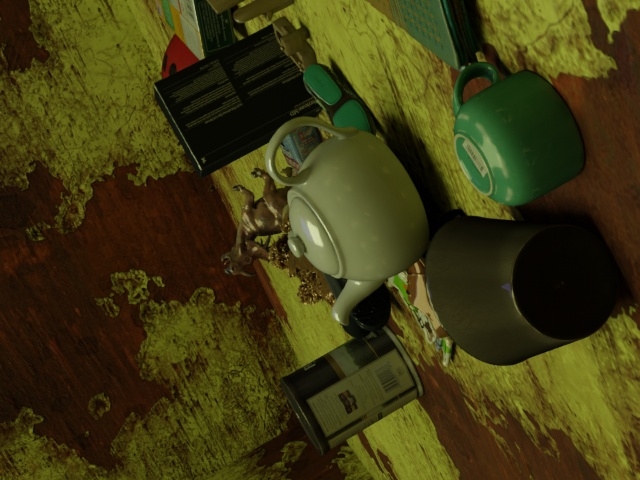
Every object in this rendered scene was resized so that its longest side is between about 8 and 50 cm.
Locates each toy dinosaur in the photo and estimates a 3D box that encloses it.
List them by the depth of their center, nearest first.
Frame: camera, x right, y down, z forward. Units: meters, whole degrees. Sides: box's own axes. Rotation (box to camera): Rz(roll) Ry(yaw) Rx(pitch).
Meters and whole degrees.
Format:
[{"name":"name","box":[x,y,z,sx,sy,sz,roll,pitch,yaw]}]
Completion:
[{"name":"toy dinosaur","box":[-0.109,-0.055,2.459,0.127,0.295,0.200,12,-135,-56]}]

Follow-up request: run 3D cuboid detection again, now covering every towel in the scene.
[{"name":"towel","box":[0.062,-0.380,1.234,0.370,0.040,0.272,52,165,51]}]

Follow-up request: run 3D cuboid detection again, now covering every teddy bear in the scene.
[{"name":"teddy bear","box":[0.001,0.032,2.232,0.338,0.113,0.245,11,91,56]}]

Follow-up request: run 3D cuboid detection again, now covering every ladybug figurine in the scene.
[{"name":"ladybug figurine","box":[-0.264,-0.368,2.497,0.305,0.161,0.449,66,169,-24]}]

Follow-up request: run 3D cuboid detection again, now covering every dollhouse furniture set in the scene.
[{"name":"dollhouse furniture set","box":[-0.102,-0.361,1.829,0.144,0.123,0.151,54,168,36]}]

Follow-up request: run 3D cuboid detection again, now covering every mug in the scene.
[{"name":"mug","box":[0.196,-0.108,1.128,0.158,0.097,0.130,45,161,56]}]

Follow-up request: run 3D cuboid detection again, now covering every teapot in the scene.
[{"name":"teapot","box":[0.031,-0.038,1.606,0.256,0.187,0.252,56,164,18]}]

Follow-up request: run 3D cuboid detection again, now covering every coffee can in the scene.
[{"name":"coffee can","box":[0.072,0.343,2.443,0.202,0.275,0.201,58,169,18]}]

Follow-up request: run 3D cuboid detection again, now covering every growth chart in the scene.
[{"name":"growth chart","box":[0.192,0.137,2.031,0.237,0.021,0.172,56,170,28]}]

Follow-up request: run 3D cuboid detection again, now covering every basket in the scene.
[{"name":"basket","box":[0.238,0.053,1.237,0.204,0.154,0.227,60,166,-1]}]

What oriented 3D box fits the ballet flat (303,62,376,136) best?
[{"name":"ballet flat","box":[0.041,-0.216,1.736,0.188,0.070,0.070,59,170,20]}]

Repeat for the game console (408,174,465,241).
[{"name":"game console","box":[0.180,-0.006,1.640,0.361,0.044,0.213,54,167,38]}]

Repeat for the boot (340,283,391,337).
[{"name":"boot","box":[0.094,0.152,2.327,0.207,0.094,0.246,78,167,-48]}]

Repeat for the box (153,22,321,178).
[{"name":"box","box":[-0.154,-0.260,1.966,0.184,0.261,0.103,61,170,5]}]

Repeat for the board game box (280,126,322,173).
[{"name":"board game box","box":[-0.034,-0.175,2.181,0.194,0.060,0.194,66,169,-19]}]

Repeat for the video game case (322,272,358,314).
[{"name":"video game case","box":[0.046,-0.021,1.844,0.196,0.026,0.274,64,-152,-21]}]

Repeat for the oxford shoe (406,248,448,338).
[{"name":"oxford shoe","box":[0.167,0.066,1.754,0.212,0.076,0.076,61,-161,14]}]

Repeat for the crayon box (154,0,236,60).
[{"name":"crayon box","box":[-0.286,-0.537,2.287,0.323,0.083,0.203,49,154,48]}]
